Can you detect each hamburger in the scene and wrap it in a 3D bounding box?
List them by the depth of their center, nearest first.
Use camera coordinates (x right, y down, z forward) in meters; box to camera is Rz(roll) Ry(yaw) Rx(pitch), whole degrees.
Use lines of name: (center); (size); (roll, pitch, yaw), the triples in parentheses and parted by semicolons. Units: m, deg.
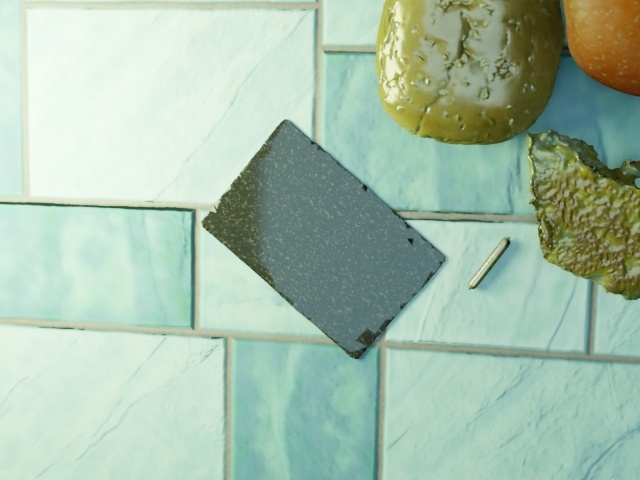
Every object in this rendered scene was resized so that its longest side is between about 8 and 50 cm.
hamburger: (0.208, -0.276, 1.395); (0.259, 0.144, 0.283); (2, 95, 10)

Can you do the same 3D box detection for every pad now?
pad: (0.000, 0.000, 1.535); (0.330, 0.004, 0.220); (42, 102, 3)

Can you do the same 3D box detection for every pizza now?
pizza: (0.389, -0.040, 1.408); (0.297, 0.071, 0.189); (31, 108, -9)

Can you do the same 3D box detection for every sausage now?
sausage: (0.251, 0.035, 1.487); (0.015, 0.015, 0.100); (37, 102, 4)

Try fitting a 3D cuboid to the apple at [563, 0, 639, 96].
apple: (0.443, -0.348, 1.242); (0.276, 0.348, 0.349); (-4, 96, 24)
